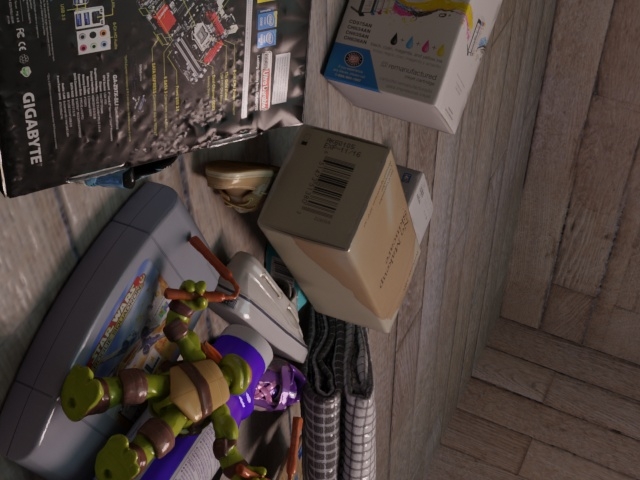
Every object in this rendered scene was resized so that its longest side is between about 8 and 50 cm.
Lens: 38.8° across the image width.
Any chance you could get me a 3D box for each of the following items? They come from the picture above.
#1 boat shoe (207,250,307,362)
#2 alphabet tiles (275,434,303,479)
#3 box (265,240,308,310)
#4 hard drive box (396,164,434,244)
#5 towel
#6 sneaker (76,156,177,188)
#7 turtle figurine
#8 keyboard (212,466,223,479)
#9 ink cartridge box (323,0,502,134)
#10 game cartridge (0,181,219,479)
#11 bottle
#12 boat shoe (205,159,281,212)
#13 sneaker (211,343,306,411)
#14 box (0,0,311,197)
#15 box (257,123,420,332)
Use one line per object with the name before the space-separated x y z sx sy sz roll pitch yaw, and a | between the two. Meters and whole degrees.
boat shoe | -0.071 0.090 1.211 0.088 0.096 0.267 -63 150 -13
alphabet tiles | -0.055 0.450 1.542 0.237 0.009 0.198 77 31 -54
box | 0.000 0.000 1.356 0.244 0.060 0.101 -44 148 -52
hard drive box | 0.114 0.001 1.625 0.232 0.089 0.181 -67 160 -14
towel | 0.022 0.248 1.450 0.284 0.121 0.235 -92 180 -60
sneaker | -0.153 -0.089 0.836 0.162 0.073 0.063 -51 152 -44
turtle figurine | -0.137 0.136 0.864 0.217 0.087 0.270 -12 81 -53
keyboard | -0.220 0.438 1.213 0.201 0.033 0.317 62 48 -73
ink cartridge box | 0.137 -0.298 1.285 0.233 0.171 0.168 -71 161 -1
game cartridge | -0.203 0.100 0.912 0.198 0.062 0.297 76 37 -64
bottle | -0.145 0.208 0.953 0.283 0.092 0.118 -56 160 -38
boat shoe | -0.086 -0.061 1.063 0.170 0.063 0.059 -9 110 -69
sneaker | -0.088 0.193 1.232 0.095 0.104 0.236 -70 160 2
box | -0.126 -0.207 0.630 0.257 0.079 0.322 -20 132 -30
box | 0.036 -0.003 1.177 0.311 0.121 0.148 59 51 -64
